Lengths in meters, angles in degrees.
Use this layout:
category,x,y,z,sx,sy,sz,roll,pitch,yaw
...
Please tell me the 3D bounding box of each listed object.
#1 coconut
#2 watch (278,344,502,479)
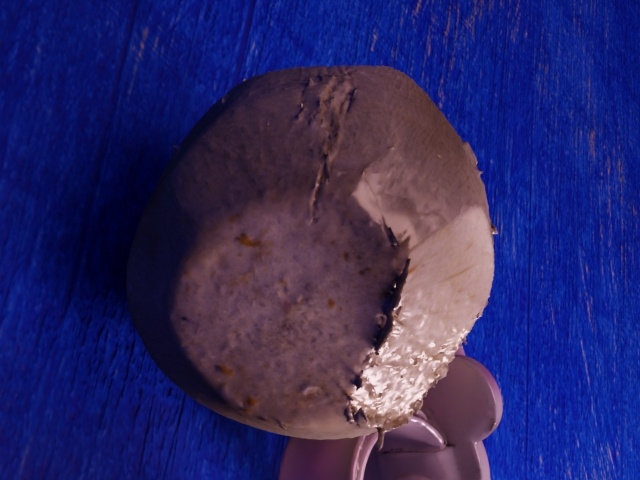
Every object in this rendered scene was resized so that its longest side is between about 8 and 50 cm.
category,x,y,z,sx,sy,sz,roll,pitch,yaw
coconut,0.000,0.000,1.467,0.346,0.346,0.360,62,13,-15
watch,0.068,0.237,1.613,0.217,0.210,0.248,-19,99,-50
